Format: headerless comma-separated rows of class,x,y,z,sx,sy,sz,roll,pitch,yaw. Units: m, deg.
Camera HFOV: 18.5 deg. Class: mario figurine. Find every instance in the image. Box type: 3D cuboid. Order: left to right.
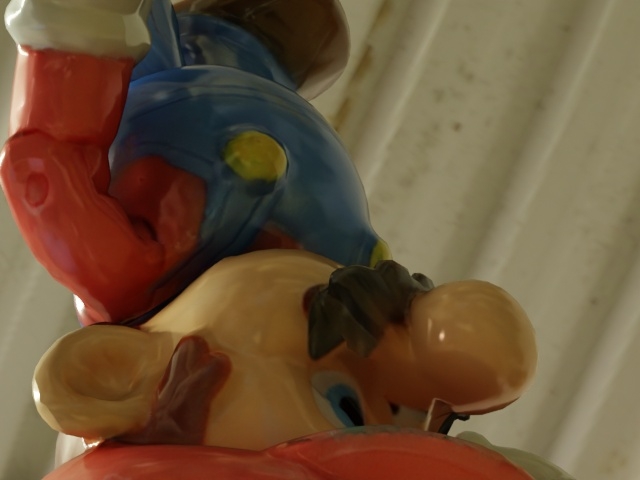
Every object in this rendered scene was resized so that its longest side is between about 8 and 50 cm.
mario figurine,0.000,0.000,0.553,0.198,0.320,0.170,8,-49,-22
